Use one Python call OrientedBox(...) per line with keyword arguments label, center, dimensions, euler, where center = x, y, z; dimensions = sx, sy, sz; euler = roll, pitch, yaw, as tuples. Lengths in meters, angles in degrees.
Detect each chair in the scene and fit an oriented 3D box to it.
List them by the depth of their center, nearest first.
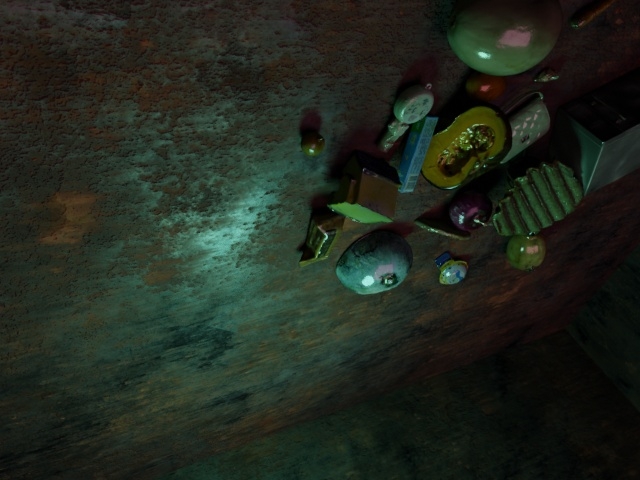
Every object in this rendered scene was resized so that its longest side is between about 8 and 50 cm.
OrientedBox(label="chair", center=(0.812, -0.265, 1.956), dimensions=(0.172, 0.158, 0.247), euler=(-31, 142, 6))

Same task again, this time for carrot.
OrientedBox(label="carrot", center=(0.877, -0.735, 1.556), dimensions=(0.191, 0.047, 0.047), euler=(-35, 143, 4))

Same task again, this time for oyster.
OrientedBox(label="oyster", center=(0.780, -0.568, 1.705), dimensions=(0.081, 0.038, 0.083), euler=(-17, 178, 24))

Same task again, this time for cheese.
OrientedBox(label="cheese", center=(0.625, 0.139, 2.370), dimensions=(0.157, 0.064, 0.250), euler=(-40, 130, 11))

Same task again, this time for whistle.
OrientedBox(label="whistle", center=(0.258, -0.383, 1.525), dimensions=(0.126, 0.067, 0.258), euler=(-2, 139, -41))

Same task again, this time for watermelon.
OrientedBox(label="watermelon", center=(0.219, 0.097, 1.953), dimensions=(0.322, 0.175, 0.188), euler=(-34, 144, 3))

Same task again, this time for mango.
OrientedBox(label="mango", center=(0.531, -0.493, 1.561), dimensions=(0.165, 0.089, 0.115), euler=(-14, 143, -25))

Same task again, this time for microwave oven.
OrientedBox(label="microwave oven", center=(1.169, -0.428, 1.945), dimensions=(0.432, 0.236, 0.374), euler=(-26, 143, -6))

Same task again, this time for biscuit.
OrientedBox(label="biscuit", center=(0.532, -0.044, 2.036), dimensions=(0.290, 0.141, 0.038), euler=(6, 113, -35))

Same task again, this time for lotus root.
OrientedBox(label="lotus root", center=(1.014, 0.022, 2.414), dimensions=(0.183, 0.182, 0.310), euler=(-24, 140, -8))

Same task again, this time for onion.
OrientedBox(label="onion", center=(0.607, -0.119, 1.993), dimensions=(0.177, 0.153, 0.177), euler=(7, 135, 7))

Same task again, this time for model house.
OrientedBox(label="model house", center=(0.144, -0.183, 1.624), dimensions=(0.194, 0.170, 0.211), euler=(19, 79, -30))

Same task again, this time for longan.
OrientedBox(label="longan", center=(-0.019, -0.284, 1.437), dimensions=(0.075, 0.075, 0.083), euler=(9, 162, -41))

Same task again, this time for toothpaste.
OrientedBox(label="toothpaste", center=(0.312, -0.287, 1.630), dimensions=(0.065, 0.050, 0.266), euler=(-8, 125, -36))

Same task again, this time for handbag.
OrientedBox(label="handbag", center=(0.711, -0.416, 1.785), dimensions=(0.256, 0.079, 0.219), euler=(-37, 139, 6))

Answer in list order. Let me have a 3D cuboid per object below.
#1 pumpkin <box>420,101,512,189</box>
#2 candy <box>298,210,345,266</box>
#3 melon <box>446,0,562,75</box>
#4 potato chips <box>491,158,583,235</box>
OrientedBox(label="pumpkin", center=(0.490, -0.329, 1.648), dimensions=(0.325, 0.242, 0.232), euler=(-37, 175, 38))
OrientedBox(label="candy", center=(0.000, 0.000, 1.763), dimensions=(0.143, 0.101, 0.271), euler=(-16, 147, -27))
OrientedBox(label="melon", center=(0.492, -0.570, 1.313), dimensions=(0.308, 0.271, 0.271), euler=(-30, 144, -15))
OrientedBox(label="potato chips", center=(0.846, -0.140, 1.937), dimensions=(0.358, 0.070, 0.429), euler=(-40, 139, 16))
